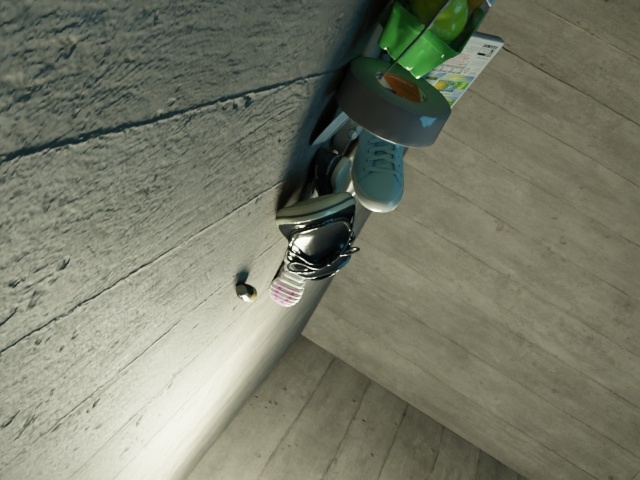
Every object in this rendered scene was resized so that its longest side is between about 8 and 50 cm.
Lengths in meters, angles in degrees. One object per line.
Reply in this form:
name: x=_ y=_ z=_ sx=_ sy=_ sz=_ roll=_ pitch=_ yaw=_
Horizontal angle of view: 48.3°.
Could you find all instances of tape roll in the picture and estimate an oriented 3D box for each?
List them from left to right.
tape roll: x=0.143 y=-0.272 z=1.393 sx=0.072 sy=0.219 sz=0.219 roll=-63 pitch=172 yaw=33

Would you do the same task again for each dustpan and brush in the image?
dustpan and brush: x=0.071 y=-0.254 z=1.636 sx=0.147 sy=0.060 sz=0.211 roll=-60 pitch=173 yaw=15

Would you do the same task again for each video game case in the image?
video game case: x=0.354 y=-0.481 z=2.066 sx=0.329 sy=0.036 sz=0.300 roll=-10 pitch=146 yaw=-49

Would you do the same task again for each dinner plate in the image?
dinner plate: x=0.035 y=-0.241 z=1.470 sx=0.141 sy=0.017 sz=0.141 roll=-43 pitch=-177 yaw=3

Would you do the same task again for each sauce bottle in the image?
sauce bottle: x=-0.173 y=0.120 z=1.639 sx=0.042 sy=0.042 sz=0.128 roll=-58 pitch=173 yaw=-3

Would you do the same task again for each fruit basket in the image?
fruit basket: x=0.258 y=-0.487 z=1.307 sx=0.353 sy=0.165 sz=0.327 roll=-54 pitch=-179 yaw=44

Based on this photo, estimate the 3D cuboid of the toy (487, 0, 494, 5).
toy: x=0.396 y=-0.664 z=1.625 sx=0.237 sy=0.056 sz=0.137 roll=38 pitch=80 yaw=-46

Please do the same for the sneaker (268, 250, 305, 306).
sneaker: x=-0.072 y=0.089 z=2.064 sx=0.236 sy=0.095 sz=0.104 roll=-64 pitch=179 yaw=35

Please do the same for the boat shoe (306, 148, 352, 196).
boat shoe: x=0.019 y=-0.143 z=1.689 sx=0.095 sy=0.079 sz=0.254 roll=-55 pitch=171 yaw=-10

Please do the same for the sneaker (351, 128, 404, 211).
sneaker: x=0.145 y=-0.242 z=1.748 sx=0.150 sy=0.135 sz=0.366 roll=90 pitch=2 yaw=-53

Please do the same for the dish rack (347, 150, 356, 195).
dish rack: x=0.139 y=-0.239 z=1.996 sx=0.333 sy=0.072 sz=0.285 roll=-51 pitch=180 yaw=-32

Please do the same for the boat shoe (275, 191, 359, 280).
boat shoe: x=0.000 y=0.000 z=1.657 sx=0.187 sy=0.156 sz=0.500 roll=-15 pitch=170 yaw=-5

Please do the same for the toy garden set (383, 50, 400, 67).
toy garden set: x=0.205 y=-0.474 z=1.700 sx=0.244 sy=0.049 sz=0.204 roll=-56 pitch=171 yaw=-28
